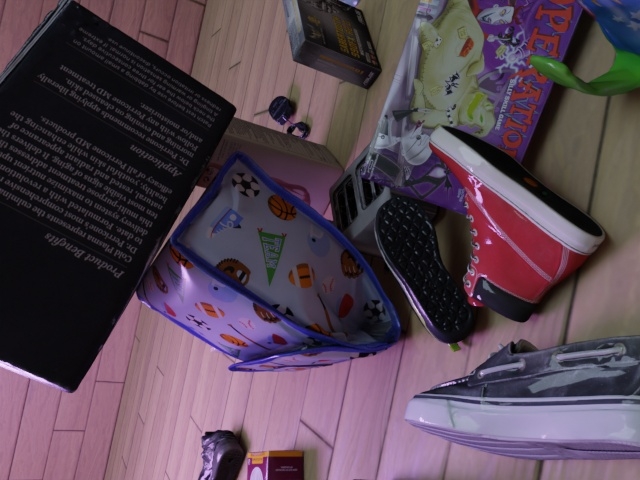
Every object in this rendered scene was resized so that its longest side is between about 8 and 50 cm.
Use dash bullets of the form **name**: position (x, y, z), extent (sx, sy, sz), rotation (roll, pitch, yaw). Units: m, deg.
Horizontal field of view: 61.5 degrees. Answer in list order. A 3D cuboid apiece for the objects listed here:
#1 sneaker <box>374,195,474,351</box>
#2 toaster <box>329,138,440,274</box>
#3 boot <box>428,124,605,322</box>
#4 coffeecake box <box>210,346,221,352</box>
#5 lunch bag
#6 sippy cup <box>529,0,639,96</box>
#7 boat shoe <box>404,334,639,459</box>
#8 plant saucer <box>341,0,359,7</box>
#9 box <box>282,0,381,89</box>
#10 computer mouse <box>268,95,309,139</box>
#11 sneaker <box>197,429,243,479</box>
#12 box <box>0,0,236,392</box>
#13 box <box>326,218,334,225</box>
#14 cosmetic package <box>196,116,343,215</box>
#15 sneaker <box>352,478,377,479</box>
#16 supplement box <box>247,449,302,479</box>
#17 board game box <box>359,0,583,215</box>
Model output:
- **sneaker**: position (0.140, 0.051, 0.779), extent (0.097, 0.084, 0.234), rotation (79, 171, -71)
- **toaster**: position (0.105, -0.067, 0.915), extent (0.168, 0.110, 0.185), rotation (-46, 41, 46)
- **boot**: position (0.199, -0.019, 0.683), extent (0.244, 0.088, 0.176), rotation (49, 128, 26)
- **coffeecake box**: position (-0.191, 0.182, 1.324), extent (0.068, 0.142, 0.185), rotation (-43, 43, 48)
- **lunch bag**: position (-0.092, 0.096, 0.934), extent (0.328, 0.385, 0.238), rotation (-33, 24, 57)
- **sippy cup**: position (0.314, -0.313, 0.507), extent (0.240, 0.224, 0.305), rotation (-13, 68, 60)
- **boat shoe**: position (0.233, 0.173, 0.602), extent (0.335, 0.121, 0.119), rotation (-22, 45, 51)
- **plant saucer**: position (0.077, -0.611, 1.283), extent (0.119, 0.021, 0.119), rotation (-33, 51, 54)
- **box**: position (0.020, -0.442, 1.148), extent (0.056, 0.183, 0.231), rotation (-50, 38, 41)
- **computer mouse**: position (-0.080, -0.325, 1.450), extent (0.071, 0.041, 0.242), rotation (-50, 41, 14)
- **sneaker**: position (-0.273, 0.580, 1.380), extent (0.227, 0.087, 0.130), rotation (-67, 28, 13)
- **box**: position (-0.422, -0.026, 0.895), extent (0.480, 0.297, 0.471), rotation (-29, 33, 61)
- **box**: position (0.000, 0.000, 1.090), extent (0.101, 0.102, 0.087), rotation (28, 102, 63)
- **cosmetic package**: position (-0.121, -0.167, 1.177), extent (0.129, 0.296, 0.153), rotation (-66, 28, 22)
- **sneaker**: position (0.122, 0.403, 0.700), extent (0.282, 0.099, 0.153), rotation (143, 137, -60)
- **supplement box**: position (-0.092, 0.520, 1.071), extent (0.104, 0.081, 0.188), rotation (-35, 50, 52)
- **board game box**: position (0.205, -0.216, 0.733), extent (0.208, 0.056, 0.346), rotation (21, 102, 16)
